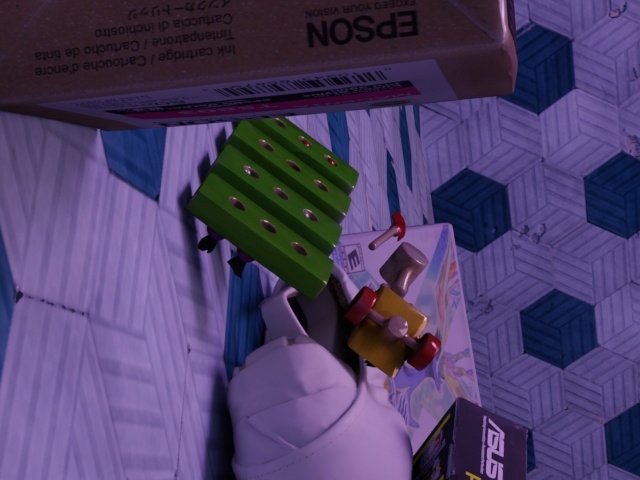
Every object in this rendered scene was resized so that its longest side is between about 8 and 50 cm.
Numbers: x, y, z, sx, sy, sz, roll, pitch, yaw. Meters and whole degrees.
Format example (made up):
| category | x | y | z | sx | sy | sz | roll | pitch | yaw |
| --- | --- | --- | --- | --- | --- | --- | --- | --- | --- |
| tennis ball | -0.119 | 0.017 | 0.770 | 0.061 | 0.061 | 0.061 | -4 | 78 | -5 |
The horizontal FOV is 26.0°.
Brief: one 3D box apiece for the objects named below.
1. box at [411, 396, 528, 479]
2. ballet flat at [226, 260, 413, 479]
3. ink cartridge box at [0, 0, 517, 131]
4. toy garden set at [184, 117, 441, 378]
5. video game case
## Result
| category | x | y | z | sx | sy | sz | roll | pitch | yaw |
| --- | --- | --- | --- | --- | --- | --- | --- | --- | --- |
| box | 0.045 | 0.269 | 0.933 | 0.270 | 0.060 | 0.216 | -58 | -172 | 31 |
| ballet flat | -0.012 | 0.112 | 1.034 | 0.400 | 0.139 | 0.139 | -80 | 163 | -72 |
| ink cartridge box | -0.027 | -0.108 | 0.659 | 0.193 | 0.235 | 0.088 | 2 | 83 | -80 |
| toy garden set | 0.000 | 0.000 | 1.052 | 0.049 | 0.204 | 0.244 | -51 | -173 | 21 |
| video game case | 0.089 | 0.151 | 1.456 | 0.300 | 0.036 | 0.328 | -7 | 87 | -59 |
